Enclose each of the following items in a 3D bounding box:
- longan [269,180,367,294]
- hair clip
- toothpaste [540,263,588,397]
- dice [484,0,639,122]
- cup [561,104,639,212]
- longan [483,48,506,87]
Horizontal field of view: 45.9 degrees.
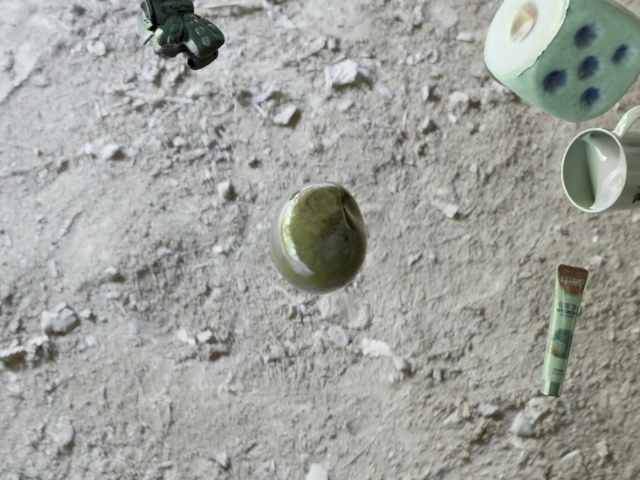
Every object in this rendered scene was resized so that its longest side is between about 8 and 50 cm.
[{"bbox_3d":[0.000,0.000,1.582,0.215,0.246,0.246,-13,61,-26],"label":"longan"},{"bbox_3d":[-0.397,-0.622,2.071,0.206,0.194,0.310,-13,82,-22],"label":"hair clip"},{"bbox_3d":[0.437,0.163,1.371,0.062,0.039,0.239,12,86,-6],"label":"toothpaste"},{"bbox_3d":[0.558,-0.448,1.729,0.262,0.265,0.268,18,30,-25],"label":"dice"},{"bbox_3d":[0.494,-0.134,1.228,0.142,0.134,0.174,-4,102,-27],"label":"cup"},{"bbox_3d":[0.520,-0.498,1.994,0.184,0.159,0.204,-13,76,15],"label":"longan"}]
